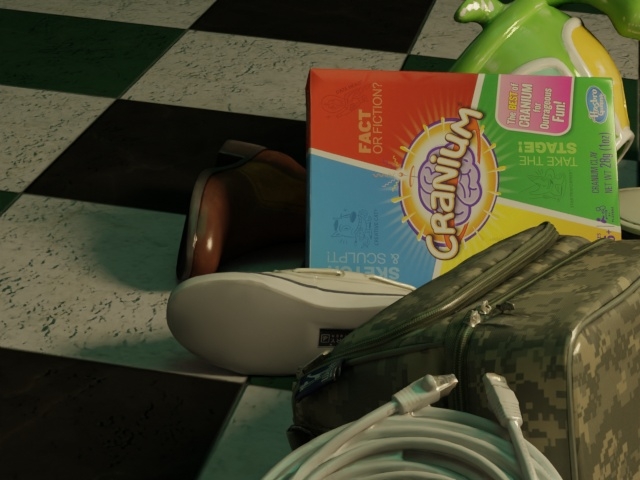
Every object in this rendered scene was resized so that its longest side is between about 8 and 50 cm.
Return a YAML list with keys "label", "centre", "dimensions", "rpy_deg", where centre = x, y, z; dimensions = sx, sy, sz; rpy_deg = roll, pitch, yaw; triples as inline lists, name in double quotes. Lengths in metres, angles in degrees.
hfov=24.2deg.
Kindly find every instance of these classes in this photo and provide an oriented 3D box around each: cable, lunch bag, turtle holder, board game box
- label: "cable"
  centre: [0.052, 0.227, 0.967]
  dimensions: [0.257, 0.089, 0.257]
  rpy_deg: [-22, 46, -6]
- label: "lunch bag"
  centre: [0.152, 0.115, 1.201]
  dimensions: [0.256, 0.212, 0.305]
  rpy_deg: [1, 18, 36]
- label: "turtle holder"
  centre: [0.251, -0.161, 1.713]
  dimensions: [0.227, 0.243, 0.320]
  rpy_deg: [40, 75, 14]
- label: "board game box"
  centre: [0.142, -0.050, 1.525]
  dimensions: [0.317, 0.242, 0.064]
  rpy_deg: [1, -16, -4]

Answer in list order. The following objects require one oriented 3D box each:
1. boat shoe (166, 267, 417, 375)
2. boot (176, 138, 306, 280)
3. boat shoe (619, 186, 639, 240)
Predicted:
- label: "boat shoe"
  centre: [-0.012, 0.066, 1.403]
  dimensions: [0.268, 0.096, 0.088]
  rpy_deg: [1, 21, -8]
- label: "boot"
  centre: [0.000, 0.000, 1.603]
  dimensions: [0.280, 0.096, 0.264]
  rpy_deg: [17, 23, 4]
- label: "boat shoe"
  centre: [0.395, 0.003, 1.607]
  dimensions: [0.095, 0.079, 0.254]
  rpy_deg: [-34, 33, -31]
